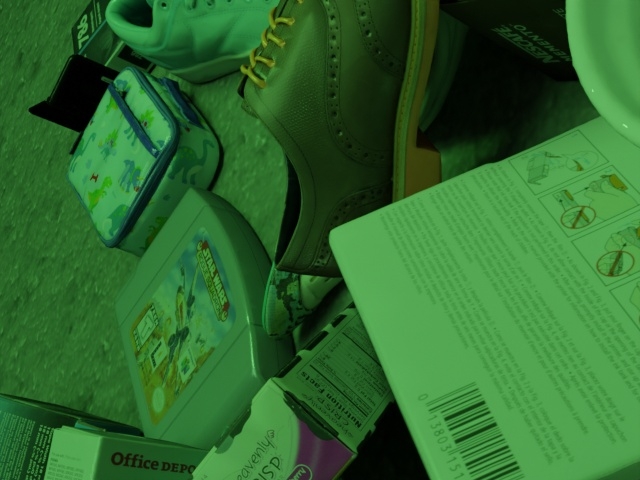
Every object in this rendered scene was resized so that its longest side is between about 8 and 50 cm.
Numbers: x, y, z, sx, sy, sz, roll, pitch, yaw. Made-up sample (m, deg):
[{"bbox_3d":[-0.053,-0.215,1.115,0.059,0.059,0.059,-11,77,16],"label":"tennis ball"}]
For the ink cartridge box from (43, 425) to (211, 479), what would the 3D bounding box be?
[{"bbox_3d":[-0.170,0.252,0.864,0.072,0.127,0.175,-2,75,44],"label":"ink cartridge box"}]

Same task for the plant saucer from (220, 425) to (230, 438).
[{"bbox_3d":[-0.058,0.248,0.832,0.195,0.037,0.195,-179,90,-77],"label":"plant saucer"}]

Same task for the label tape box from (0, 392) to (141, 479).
[{"bbox_3d":[-0.287,0.303,1.093,0.334,0.106,0.240,-1,73,53],"label":"label tape box"}]

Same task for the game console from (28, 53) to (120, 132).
[{"bbox_3d":[-0.294,-0.180,1.322,0.107,0.122,0.071,-61,36,12],"label":"game console"}]

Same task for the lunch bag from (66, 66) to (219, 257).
[{"bbox_3d":[-0.209,-0.096,1.201,0.176,0.090,0.219,-55,39,15],"label":"lunch bag"}]

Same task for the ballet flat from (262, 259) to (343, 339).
[{"bbox_3d":[0.000,0.000,0.899,0.070,0.070,0.188,10,85,55],"label":"ballet flat"}]

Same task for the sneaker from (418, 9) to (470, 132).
[{"bbox_3d":[0.110,-0.212,0.822,0.114,0.152,0.305,40,130,34],"label":"sneaker"}]

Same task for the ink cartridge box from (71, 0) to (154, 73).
[{"bbox_3d":[-0.257,-0.294,1.384,0.332,0.065,0.165,-47,42,31],"label":"ink cartridge box"}]

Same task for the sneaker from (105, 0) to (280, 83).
[{"bbox_3d":[-0.110,-0.262,1.093,0.366,0.150,0.135,-17,61,49],"label":"sneaker"}]

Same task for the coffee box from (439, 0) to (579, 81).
[{"bbox_3d":[0.183,-0.251,0.701,0.098,0.141,0.246,5,77,52],"label":"coffee box"}]

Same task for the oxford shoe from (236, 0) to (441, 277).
[{"bbox_3d":[0.006,-0.137,0.714,0.130,0.133,0.363,-116,19,-70],"label":"oxford shoe"}]

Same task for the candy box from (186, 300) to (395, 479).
[{"bbox_3d":[-0.009,0.129,0.715,0.071,0.233,0.159,41,114,7],"label":"candy box"}]

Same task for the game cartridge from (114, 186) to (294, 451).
[{"bbox_3d":[-0.120,0.087,1.022,0.198,0.062,0.297,-56,37,26],"label":"game cartridge"}]

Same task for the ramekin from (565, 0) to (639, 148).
[{"bbox_3d":[0.277,-0.146,0.529,0.277,0.135,0.277,-28,52,43],"label":"ramekin"}]

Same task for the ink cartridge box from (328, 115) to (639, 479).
[{"bbox_3d":[0.150,0.039,0.609,0.239,0.060,0.275,-23,36,0],"label":"ink cartridge box"}]
